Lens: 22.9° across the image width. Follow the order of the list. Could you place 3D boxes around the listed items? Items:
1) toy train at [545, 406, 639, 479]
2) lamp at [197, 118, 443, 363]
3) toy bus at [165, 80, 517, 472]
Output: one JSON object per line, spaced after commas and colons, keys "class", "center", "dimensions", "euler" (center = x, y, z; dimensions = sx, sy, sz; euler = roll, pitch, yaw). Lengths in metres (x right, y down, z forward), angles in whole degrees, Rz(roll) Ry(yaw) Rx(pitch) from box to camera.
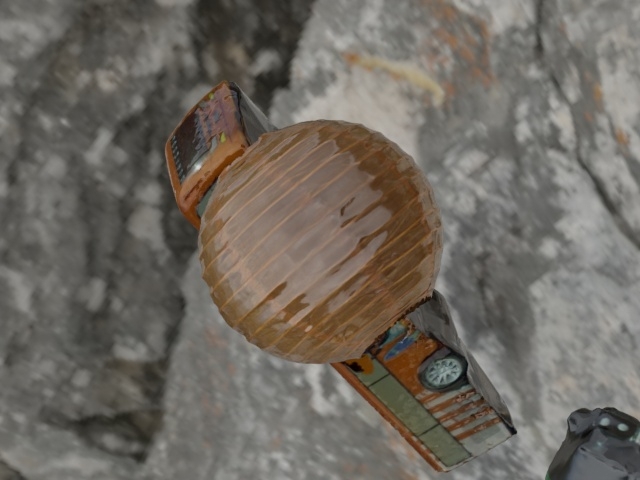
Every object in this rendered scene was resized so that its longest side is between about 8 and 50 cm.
{"class": "toy train", "center": [0.275, 0.309, 1.464], "dimensions": [0.249, 0.178, 0.429], "euler": [24, 122, 17]}
{"class": "lamp", "center": [0.000, 0.000, 0.859], "dimensions": [0.136, 0.136, 0.136], "euler": [-9, 66, 21]}
{"class": "toy bus", "center": [0.024, 0.040, 1.229], "dimensions": [0.092, 0.409, 0.093], "euler": [-33, 38, 11]}
